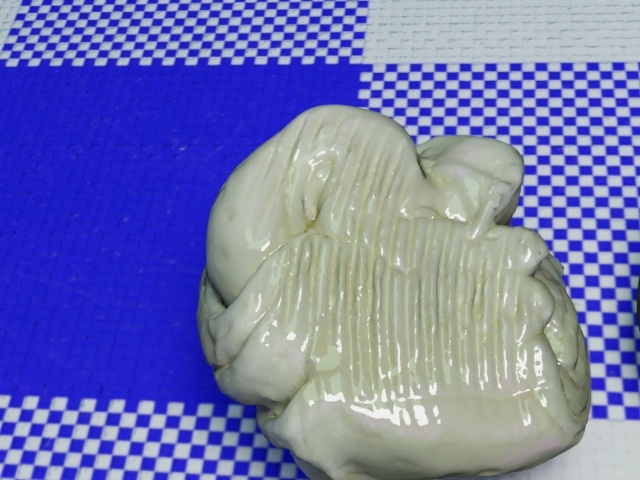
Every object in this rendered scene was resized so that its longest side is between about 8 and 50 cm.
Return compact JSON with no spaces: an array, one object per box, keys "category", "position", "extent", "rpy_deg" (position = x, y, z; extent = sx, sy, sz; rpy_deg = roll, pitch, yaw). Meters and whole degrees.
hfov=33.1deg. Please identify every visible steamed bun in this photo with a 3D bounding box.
[{"category":"steamed bun","position":[0.063,0.063,0.997],"extent":[0.352,0.247,0.339],"rpy_deg":[-2,67,-4]}]

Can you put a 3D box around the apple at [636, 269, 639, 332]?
[{"category":"apple","position":[0.427,0.027,0.955],"extent":[0.254,0.292,0.292],"rpy_deg":[19,54,-7]}]
